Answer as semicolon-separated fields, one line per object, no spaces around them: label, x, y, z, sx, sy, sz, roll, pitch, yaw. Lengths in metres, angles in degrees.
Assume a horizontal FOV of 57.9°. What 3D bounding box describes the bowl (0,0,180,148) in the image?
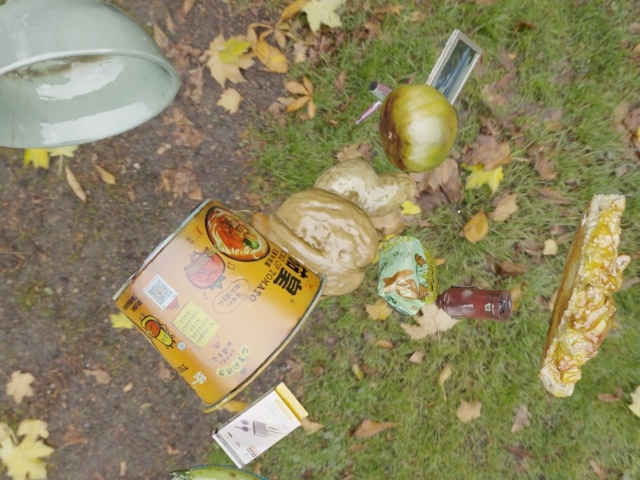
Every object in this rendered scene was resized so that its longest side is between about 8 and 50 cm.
bowl;-0.356;-0.249;0.798;0.289;0.289;0.146;-20;83;14

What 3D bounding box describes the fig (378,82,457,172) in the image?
fig;0.149;-0.176;0.897;0.121;0.136;0.153;10;59;-6

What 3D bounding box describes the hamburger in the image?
hamburger;0.262;0.102;1.623;0.235;0.214;0.125;34;147;-25

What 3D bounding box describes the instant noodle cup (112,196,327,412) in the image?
instant noodle cup;-0.124;0.064;0.684;0.172;0.216;0.216;44;102;-8

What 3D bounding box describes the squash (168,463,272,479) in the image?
squash;-0.218;0.624;1.470;0.341;0.094;0.094;14;96;7

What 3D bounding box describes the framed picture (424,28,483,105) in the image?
framed picture;0.344;-0.426;1.651;0.024;0.232;0.315;38;111;25

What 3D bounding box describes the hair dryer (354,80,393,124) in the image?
hair dryer;0.164;-0.426;1.837;0.154;0.106;0.054;-50;51;24

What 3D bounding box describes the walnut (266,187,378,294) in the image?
walnut;0.000;0.000;1.310;0.257;0.257;0.224;33;107;10

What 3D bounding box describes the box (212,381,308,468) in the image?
box;-0.169;0.515;1.614;0.247;0.033;0.129;-38;96;5

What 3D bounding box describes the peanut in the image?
peanut;0.111;-0.126;1.426;0.253;0.122;0.137;12;103;-18

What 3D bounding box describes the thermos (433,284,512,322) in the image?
thermos;0.431;0.183;1.697;0.232;0.124;0.099;1;95;42

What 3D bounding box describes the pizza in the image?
pizza;0.408;0.088;0.881;0.086;0.226;0.335;16;94;17
